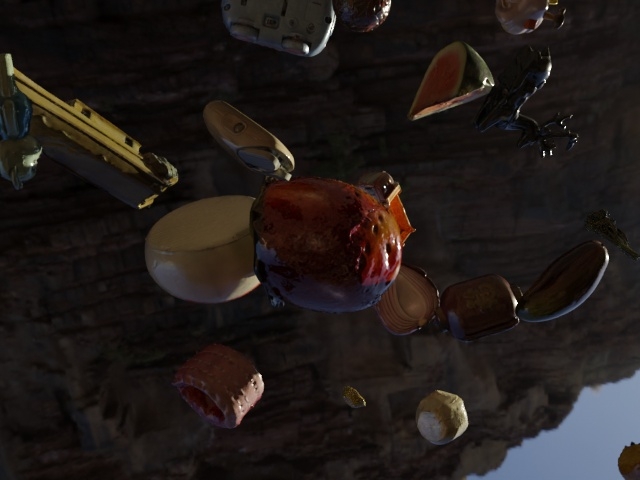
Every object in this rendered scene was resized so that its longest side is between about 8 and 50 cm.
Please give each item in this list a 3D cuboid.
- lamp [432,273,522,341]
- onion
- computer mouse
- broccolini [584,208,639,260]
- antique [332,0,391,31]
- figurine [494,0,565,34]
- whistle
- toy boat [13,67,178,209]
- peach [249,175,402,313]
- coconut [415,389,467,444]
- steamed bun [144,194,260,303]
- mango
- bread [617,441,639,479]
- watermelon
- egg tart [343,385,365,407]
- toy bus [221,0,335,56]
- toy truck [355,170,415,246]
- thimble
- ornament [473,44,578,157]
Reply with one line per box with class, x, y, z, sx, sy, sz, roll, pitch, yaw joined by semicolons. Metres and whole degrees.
lamp;0.441;0.195;1.802;0.257;0.180;0.180;-19;-159;2
onion;0.260;0.172;2.162;0.227;0.284;0.120;-23;176;-21
computer mouse;-0.157;-0.207;1.350;0.236;0.145;0.082;39;-94;25
broccolini;0.855;-0.006;1.891;0.091;0.068;0.203;-11;-126;-18
antique;0.067;-0.395;1.067;0.103;0.104;0.104;-7;-159;3
figurine;0.405;-0.515;1.339;0.137;0.229;0.112;-54;-157;-21
whistle;-0.539;-0.208;1.136;0.077;0.236;0.114;-4;-164;-17
toy boat;-0.507;-0.223;1.407;0.135;0.445;0.162;-34;-136;23
peach;0.000;0.000;1.599;0.416;0.340;0.353;13;153;-28
coconut;0.395;0.567;2.077;0.160;0.161;0.162;7;-165;34
steamed bun;-0.289;0.040;1.775;0.373;0.242;0.374;-7;-153;4
mango;0.553;0.101;1.459;0.267;0.111;0.133;-37;177;-15
bread;0.748;0.494;1.354;0.147;0.160;0.260;-20;161;-42
watermelon;0.321;-0.353;1.479;0.128;0.159;0.303;21;176;-14
egg tart;0.113;0.558;2.266;0.039;0.105;0.105;-40;-147;-24
toy bus;-0.110;-0.593;1.689;0.293;0.198;0.232;12;-175;-5
toy truck;0.227;-0.112;2.257;0.135;0.271;0.114;0;-142;41
thimble;-0.224;0.327;1.440;0.189;0.163;0.125;6;-141;44
ornament;0.456;-0.274;1.319;0.236;0.202;0.080;19;-150;-26
